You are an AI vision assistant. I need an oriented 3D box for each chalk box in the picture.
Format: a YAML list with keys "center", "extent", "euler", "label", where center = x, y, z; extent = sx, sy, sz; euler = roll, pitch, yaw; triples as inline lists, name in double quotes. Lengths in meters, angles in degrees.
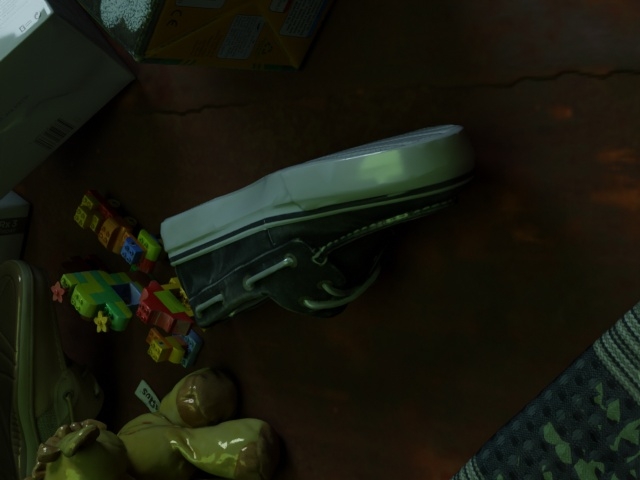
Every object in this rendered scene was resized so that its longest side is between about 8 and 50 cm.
- center: [-0.124, -0.289, 0.797]
  extent: [0.289, 0.179, 0.180]
  euler: [47, 123, 28]
  label: "chalk box"

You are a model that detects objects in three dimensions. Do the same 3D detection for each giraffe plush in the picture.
- center: [-0.166, 0.205, 0.887]
  extent: [0.210, 0.171, 0.181]
  euler: [26, 111, 36]
  label: "giraffe plush"

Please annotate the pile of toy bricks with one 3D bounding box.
- center: [-0.201, 0.047, 0.943]
  extent: [0.212, 0.105, 0.118]
  euler: [42, 119, 30]
  label: "pile of toy bricks"

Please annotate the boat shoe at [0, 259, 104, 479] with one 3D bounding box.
- center: [-0.278, 0.161, 1.016]
  extent: [0.109, 0.098, 0.302]
  euler: [20, 115, 53]
  label: "boat shoe"

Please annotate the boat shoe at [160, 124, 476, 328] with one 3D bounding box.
- center: [0.000, 0.000, 0.777]
  extent: [0.335, 0.121, 0.119]
  euler: [-18, 91, 51]
  label: "boat shoe"

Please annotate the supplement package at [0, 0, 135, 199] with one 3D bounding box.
- center: [-0.330, -0.187, 0.957]
  extent: [0.194, 0.149, 0.203]
  euler: [-40, 66, 5]
  label: "supplement package"

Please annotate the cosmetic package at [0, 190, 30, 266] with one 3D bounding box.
- center: [-0.536, -0.050, 1.151]
  extent: [0.385, 0.217, 0.156]
  euler: [34, 115, 35]
  label: "cosmetic package"

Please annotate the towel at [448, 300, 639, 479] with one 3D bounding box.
- center: [0.240, 0.229, 0.634]
  extent: [0.312, 0.056, 0.324]
  euler: [-52, 61, 28]
  label: "towel"
